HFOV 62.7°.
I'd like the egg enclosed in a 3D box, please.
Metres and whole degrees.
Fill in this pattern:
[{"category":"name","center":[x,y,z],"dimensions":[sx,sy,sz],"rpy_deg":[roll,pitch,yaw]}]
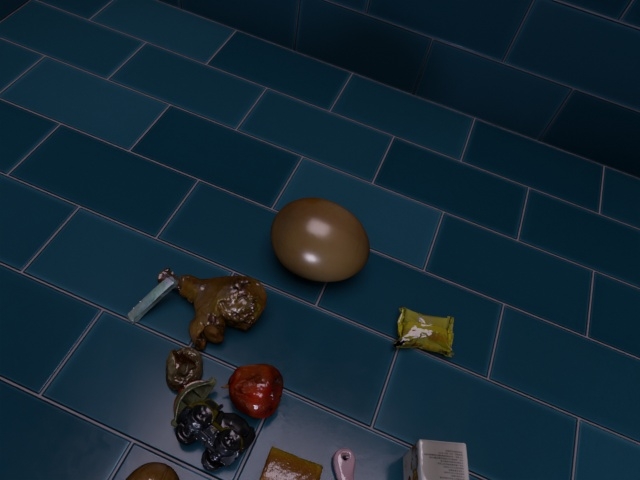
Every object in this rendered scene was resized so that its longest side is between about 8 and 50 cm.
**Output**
[{"category":"egg","center":[0.000,0.000,1.924],"dimensions":[0.374,0.301,0.301],"rpy_deg":[18,55,3]}]

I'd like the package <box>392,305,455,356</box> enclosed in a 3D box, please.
[{"category":"package","center":[0.377,0.331,1.891],"dimensions":[0.226,0.090,0.168],"rpy_deg":[11,58,2]}]

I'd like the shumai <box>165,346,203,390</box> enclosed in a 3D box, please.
[{"category":"shumai","center":[-0.446,0.418,1.705],"dimensions":[0.123,0.105,0.139],"rpy_deg":[12,80,-5]}]

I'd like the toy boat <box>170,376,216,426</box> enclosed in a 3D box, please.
[{"category":"toy boat","center":[-0.408,0.498,1.652],"dimensions":[0.185,0.089,0.071],"rpy_deg":[-48,35,-20]}]

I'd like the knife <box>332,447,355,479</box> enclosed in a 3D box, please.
[{"category":"knife","center":[0.099,0.799,1.571],"dimensions":[0.081,0.043,0.335],"rpy_deg":[-1,62,-17]}]

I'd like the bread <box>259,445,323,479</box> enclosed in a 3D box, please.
[{"category":"bread","center":[-0.091,0.707,1.552],"dimensions":[0.172,0.103,0.132],"rpy_deg":[19,50,4]}]

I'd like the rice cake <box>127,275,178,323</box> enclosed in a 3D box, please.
[{"category":"rice cake","center":[-0.580,0.204,1.808],"dimensions":[0.211,0.034,0.043],"rpy_deg":[-42,69,1]}]

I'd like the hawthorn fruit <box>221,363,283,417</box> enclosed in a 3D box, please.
[{"category":"hawthorn fruit","center":[-0.202,0.469,1.664],"dimensions":[0.179,0.173,0.173],"rpy_deg":[38,59,15]}]

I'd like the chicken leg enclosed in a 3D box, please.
[{"category":"chicken leg","center":[-0.403,0.222,1.813],"dimensions":[0.409,0.182,0.295],"rpy_deg":[18,71,13]}]

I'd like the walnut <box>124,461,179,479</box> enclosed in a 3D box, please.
[{"category":"walnut","center":[-0.479,0.720,1.448],"dimensions":[0.167,0.167,0.207],"rpy_deg":[21,54,5]}]

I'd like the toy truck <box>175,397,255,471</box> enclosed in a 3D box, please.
[{"category":"toy truck","center":[-0.314,0.568,1.589],"dimensions":[0.224,0.147,0.165],"rpy_deg":[40,34,6]}]

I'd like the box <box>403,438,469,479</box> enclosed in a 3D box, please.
[{"category":"box","center":[0.331,0.775,1.502],"dimensions":[0.143,0.225,0.341],"rpy_deg":[5,55,-3]}]
